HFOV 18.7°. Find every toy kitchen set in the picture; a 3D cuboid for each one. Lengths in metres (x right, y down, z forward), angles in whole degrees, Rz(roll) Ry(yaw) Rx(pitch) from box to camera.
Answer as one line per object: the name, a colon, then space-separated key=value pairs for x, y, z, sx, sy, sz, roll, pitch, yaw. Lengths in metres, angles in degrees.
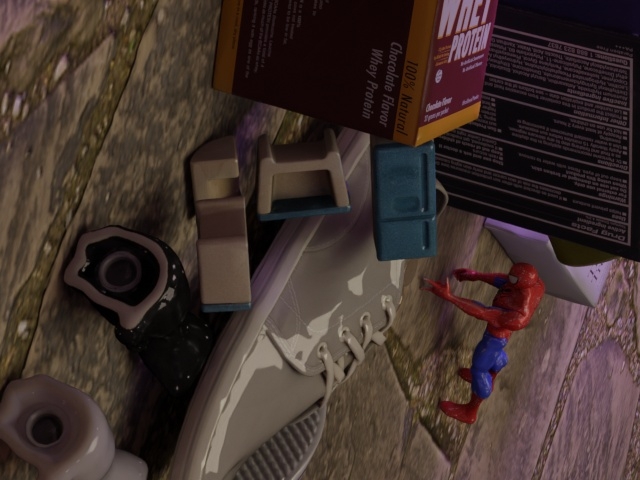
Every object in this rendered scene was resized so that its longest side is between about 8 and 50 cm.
toy kitchen set: x=0.000 y=0.000 z=1.623 sx=0.166 sy=0.207 sz=0.122 roll=-98 pitch=-177 yaw=-55

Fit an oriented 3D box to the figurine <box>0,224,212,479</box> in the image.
figurine: x=-0.160 y=0.124 z=1.558 sx=0.215 sy=0.092 sz=0.209 roll=-65 pitch=159 yaw=-15

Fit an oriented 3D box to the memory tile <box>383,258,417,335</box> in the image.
memory tile: x=0.079 y=0.028 z=2.097 sx=0.148 sy=0.012 sz=0.113 roll=-63 pitch=155 yaw=-22

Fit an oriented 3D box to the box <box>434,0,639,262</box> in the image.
box: x=0.213 y=-0.171 z=1.904 sx=0.183 sy=0.296 sz=0.294 roll=-55 pitch=152 yaw=-36

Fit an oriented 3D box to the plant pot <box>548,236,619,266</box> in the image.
plant pot: x=0.314 y=-0.166 z=2.148 sx=0.294 sy=0.274 sz=0.275 roll=59 pitch=40 yaw=-10

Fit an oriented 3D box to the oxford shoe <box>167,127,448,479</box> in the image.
oxford shoe: x=-0.009 y=0.077 z=1.752 sx=0.449 sy=0.130 sz=0.169 roll=-59 pitch=175 yaw=-30

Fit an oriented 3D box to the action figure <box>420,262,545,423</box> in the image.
action figure: x=0.174 y=0.095 z=2.280 sx=0.091 sy=0.139 sz=0.280 roll=-58 pitch=175 yaw=-37

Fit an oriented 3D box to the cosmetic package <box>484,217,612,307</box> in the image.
cosmetic package: x=0.346 y=-0.134 z=2.474 sx=0.377 sy=0.097 sz=0.284 roll=-68 pitch=153 yaw=-10

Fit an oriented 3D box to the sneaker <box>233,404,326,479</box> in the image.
sneaker: x=-0.080 y=0.255 z=1.828 sx=0.161 sy=0.102 sz=0.282 roll=92 pitch=23 yaw=-64

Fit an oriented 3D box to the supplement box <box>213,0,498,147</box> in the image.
supplement box: x=0.035 y=-0.202 z=1.615 sx=0.129 sy=0.194 sz=0.191 roll=-27 pitch=130 yaw=-58
